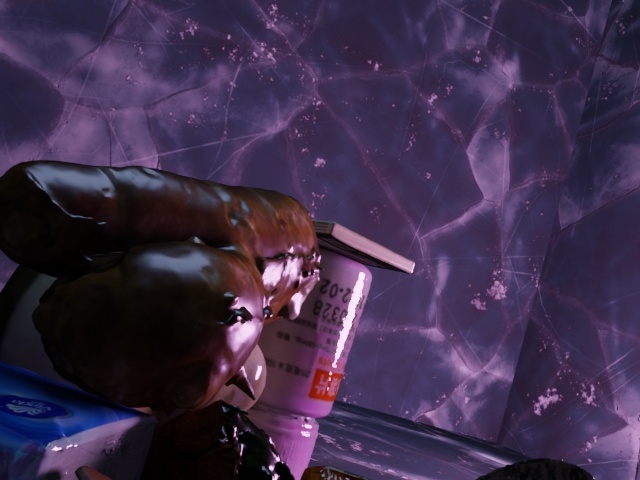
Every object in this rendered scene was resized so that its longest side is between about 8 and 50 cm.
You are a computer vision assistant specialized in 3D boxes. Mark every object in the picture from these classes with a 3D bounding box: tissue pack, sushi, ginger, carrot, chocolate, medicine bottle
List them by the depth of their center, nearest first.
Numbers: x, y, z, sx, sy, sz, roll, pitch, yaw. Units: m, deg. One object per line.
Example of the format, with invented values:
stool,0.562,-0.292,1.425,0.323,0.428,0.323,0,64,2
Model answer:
tissue pack,-0.295,0.167,0.500,0.263,0.146,0.198,16,-7,10
sushi,-0.079,0.262,0.635,0.140,0.149,0.287,-12,-45,15
ginger,-0.112,0.049,0.650,0.254,0.176,0.418,56,20,18
chocolate,-0.247,0.174,0.861,0.297,0.326,0.314,33,-5,33
carrot,0.093,0.402,0.970,0.260,0.070,0.070,20,-8,-13
medicine bottle,-0.064,0.203,1.116,0.219,0.388,0.219,17,-10,3

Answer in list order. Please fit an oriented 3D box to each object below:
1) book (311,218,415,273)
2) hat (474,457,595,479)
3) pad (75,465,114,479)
book,0.000,0.000,1.089,0.202,0.027,0.264,23,-9,-40
hat,0.168,0.325,0.574,0.128,0.265,0.265,59,-14,-4
pad,-0.012,0.248,0.384,0.286,0.018,0.284,48,-22,-25
